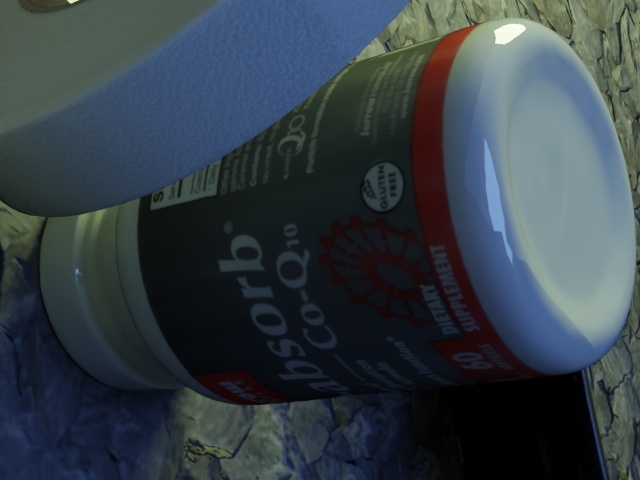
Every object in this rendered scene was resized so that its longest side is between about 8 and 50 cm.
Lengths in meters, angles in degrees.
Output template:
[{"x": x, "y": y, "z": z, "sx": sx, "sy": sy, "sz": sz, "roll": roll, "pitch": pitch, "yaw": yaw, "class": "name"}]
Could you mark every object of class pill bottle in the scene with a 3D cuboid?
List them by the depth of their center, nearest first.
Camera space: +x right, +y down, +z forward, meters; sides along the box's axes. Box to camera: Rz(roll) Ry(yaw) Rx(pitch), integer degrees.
[{"x": 0.000, "y": 0.000, "z": 0.744, "sx": 0.210, "sy": 0.363, "sz": 0.210, "roll": 20, "pitch": 65, "yaw": -50, "class": "pill bottle"}]

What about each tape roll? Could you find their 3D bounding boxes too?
[{"x": -0.077, "y": -0.185, "z": 0.673, "sx": 0.072, "sy": 0.392, "sz": 0.392, "roll": 48, "pitch": 46, "yaw": -34, "class": "tape roll"}]

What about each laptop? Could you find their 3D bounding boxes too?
[{"x": 0.238, "y": 0.048, "z": 1.170, "sx": 0.236, "sy": 0.408, "sz": 0.382, "roll": -12, "pitch": 91, "yaw": -20, "class": "laptop"}]
